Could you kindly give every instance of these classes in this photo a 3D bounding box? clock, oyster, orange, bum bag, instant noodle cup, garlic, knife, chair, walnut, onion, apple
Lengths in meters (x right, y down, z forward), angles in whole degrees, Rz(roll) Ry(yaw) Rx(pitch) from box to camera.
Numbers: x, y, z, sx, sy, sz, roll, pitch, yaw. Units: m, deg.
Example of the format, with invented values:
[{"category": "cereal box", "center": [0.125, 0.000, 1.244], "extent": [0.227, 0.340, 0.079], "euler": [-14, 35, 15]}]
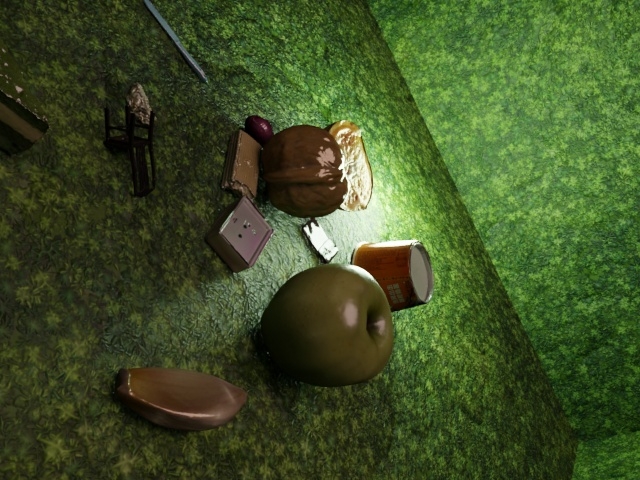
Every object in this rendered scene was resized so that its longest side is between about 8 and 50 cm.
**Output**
[{"category": "clock", "center": [-0.225, -0.018, 1.701], "extent": [0.147, 0.071, 0.192], "euler": [51, 35, -20]}, {"category": "oyster", "center": [-0.473, -0.363, 1.608], "extent": [0.100, 0.037, 0.098], "euler": [42, 40, -32]}, {"category": "orange", "center": [0.074, -0.266, 2.138], "extent": [0.310, 0.274, 0.274], "euler": [96, 1, -50]}, {"category": "bum bag", "center": [0.000, 0.000, 2.056], "extent": [0.159, 0.026, 0.109], "euler": [57, 34, -12]}, {"category": "instant noodle cup", "center": [0.263, 0.127, 2.124], "extent": [0.296, 0.214, 0.296], "euler": [26, 59, -55]}, {"category": "garlic", "center": [-0.301, 0.350, 1.310], "extent": [0.318, 0.112, 0.143], "euler": [26, 26, -37]}, {"category": "knife", "center": [-0.446, -0.620, 1.843], "extent": [0.313, 0.019, 0.044], "euler": [53, 27, -17]}, {"category": "chair", "center": [-0.474, -0.221, 1.493], "extent": [0.084, 0.101, 0.213], "euler": [-29, 130, -57]}, {"category": "walnut", "center": [-0.055, -0.217, 1.895], "extent": [0.285, 0.285, 0.296], "euler": [-20, 106, -58]}, {"category": "onion", "center": [-0.204, -0.351, 1.935], "extent": [0.115, 0.104, 0.115], "euler": [55, -7, 10]}, {"category": "apple", "center": [0.024, 0.235, 1.647], "extent": [0.357, 0.357, 0.357], "euler": [34, 44, -39]}]

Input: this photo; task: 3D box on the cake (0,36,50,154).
[{"category": "cake", "center": [-0.668, -0.329, 1.197], "extent": [0.283, 0.158, 0.172], "euler": [41, 38, -35]}]

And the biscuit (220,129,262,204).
[{"category": "biscuit", "center": [-0.237, -0.226, 1.835], "extent": [0.108, 0.061, 0.239], "euler": [37, 42, -37]}]
